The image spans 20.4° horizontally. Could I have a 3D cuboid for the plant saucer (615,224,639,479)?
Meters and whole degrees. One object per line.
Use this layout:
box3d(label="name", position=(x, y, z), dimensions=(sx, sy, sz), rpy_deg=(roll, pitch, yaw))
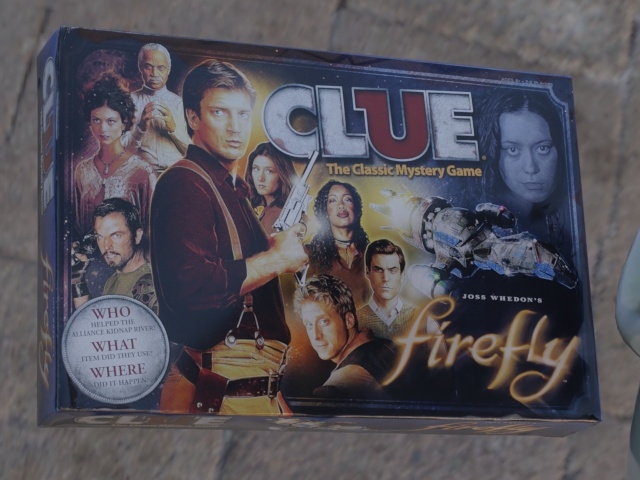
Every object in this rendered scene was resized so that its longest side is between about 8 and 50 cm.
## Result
box3d(label="plant saucer", position=(0.184, -0.036, 0.523), dimensions=(0.100, 0.400, 0.400), rpy_deg=(31, 63, -1))

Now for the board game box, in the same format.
box3d(label="board game box", position=(0.000, 0.000, 0.775), dimensions=(0.243, 0.042, 0.165), rpy_deg=(3, 73, -20))
